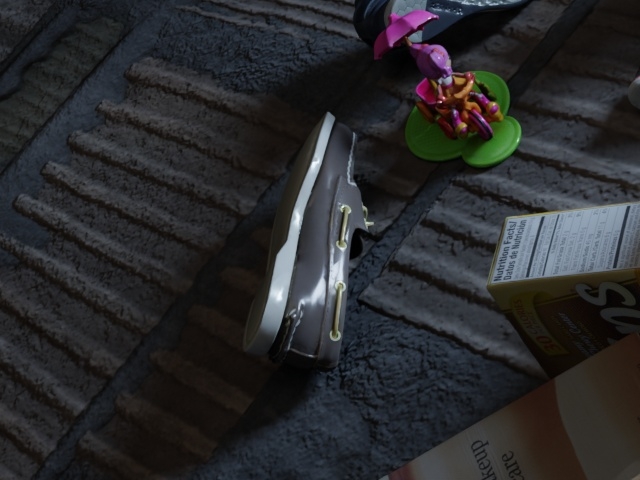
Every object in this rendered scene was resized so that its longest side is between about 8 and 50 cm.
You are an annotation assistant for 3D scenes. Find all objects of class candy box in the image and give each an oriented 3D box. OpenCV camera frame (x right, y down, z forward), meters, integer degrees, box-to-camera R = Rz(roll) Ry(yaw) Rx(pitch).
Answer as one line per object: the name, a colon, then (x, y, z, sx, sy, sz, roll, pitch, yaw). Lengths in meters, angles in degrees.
candy box: (0.325, 0.049, 1.506, 0.316, 0.183, 0.087, -8, 46, 32)

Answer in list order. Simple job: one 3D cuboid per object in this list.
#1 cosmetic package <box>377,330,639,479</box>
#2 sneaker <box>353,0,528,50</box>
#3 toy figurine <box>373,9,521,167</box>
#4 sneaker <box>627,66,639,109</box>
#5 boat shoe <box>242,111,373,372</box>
cosmetic package: (0.188, 0.228, 1.487, 0.296, 0.129, 0.153, -33, 41, 9)
sneaker: (0.144, -0.286, 2.045, 0.226, 0.086, 0.163, -23, 9, -20)
toy figurine: (0.125, -0.174, 1.895, 0.130, 0.159, 0.173, -41, 40, -2)
sneaker: (0.386, -0.183, 1.781, 0.158, 0.061, 0.065, -14, 39, 27)
boat shoe: (0.000, 0.000, 1.878, 0.116, 0.097, 0.324, 120, 168, -48)
